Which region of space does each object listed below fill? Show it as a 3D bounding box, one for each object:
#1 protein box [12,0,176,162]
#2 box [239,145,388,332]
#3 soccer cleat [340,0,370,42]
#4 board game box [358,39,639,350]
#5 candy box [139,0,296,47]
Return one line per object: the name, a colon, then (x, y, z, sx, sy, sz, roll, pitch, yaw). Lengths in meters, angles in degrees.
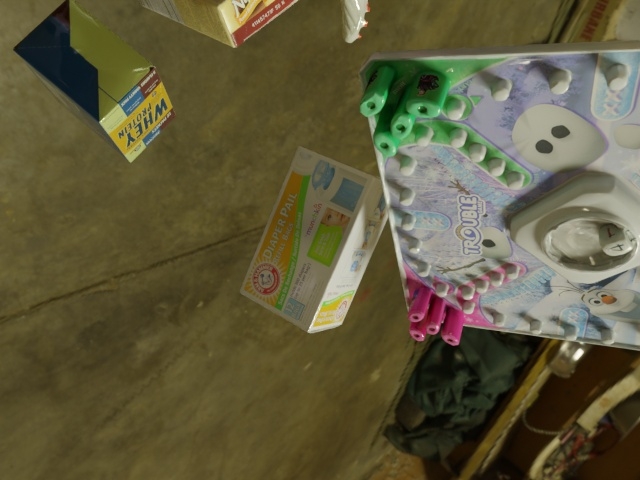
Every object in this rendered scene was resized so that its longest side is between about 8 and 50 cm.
protein box: (-0.400, -0.283, 1.019, 0.136, 0.200, 0.201, -50, 176, -11)
box: (0.000, 0.000, 0.708, 0.103, 0.114, 0.203, 7, 107, -65)
soccer cleat: (0.057, -0.449, 1.004, 0.076, 0.068, 0.196, 5, 146, -9)
board game box: (0.249, 0.004, 0.517, 0.390, 0.390, 0.050, 70, 33, -47)
candy box: (-0.198, -0.478, 1.018, 0.183, 0.316, 0.087, -43, 144, -18)
